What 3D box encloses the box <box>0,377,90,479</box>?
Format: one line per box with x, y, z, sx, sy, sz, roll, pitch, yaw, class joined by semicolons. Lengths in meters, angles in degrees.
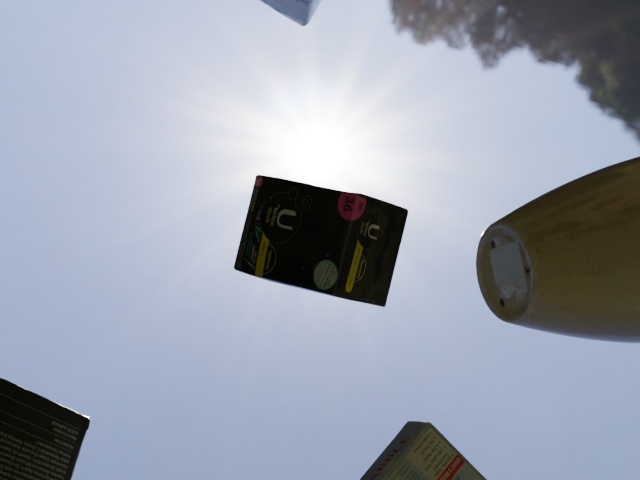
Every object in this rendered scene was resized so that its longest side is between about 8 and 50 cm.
-0.469;0.298;1.512;0.343;0.179;0.313;2;-111;33;box

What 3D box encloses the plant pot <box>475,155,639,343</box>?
0.345;0.022;1.777;0.274;0.257;0.256;-7;-142;-27;plant pot

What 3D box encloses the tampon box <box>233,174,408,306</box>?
0.000;0.000;1.630;0.161;0.120;0.101;12;178;40;tampon box

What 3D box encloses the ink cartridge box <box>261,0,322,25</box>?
-0.007;-0.318;1.436;0.082;0.140;0.191;31;173;2;ink cartridge box

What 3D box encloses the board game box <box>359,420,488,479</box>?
0.113;0.412;1.465;0.318;0.066;0.319;46;-107;-10;board game box
